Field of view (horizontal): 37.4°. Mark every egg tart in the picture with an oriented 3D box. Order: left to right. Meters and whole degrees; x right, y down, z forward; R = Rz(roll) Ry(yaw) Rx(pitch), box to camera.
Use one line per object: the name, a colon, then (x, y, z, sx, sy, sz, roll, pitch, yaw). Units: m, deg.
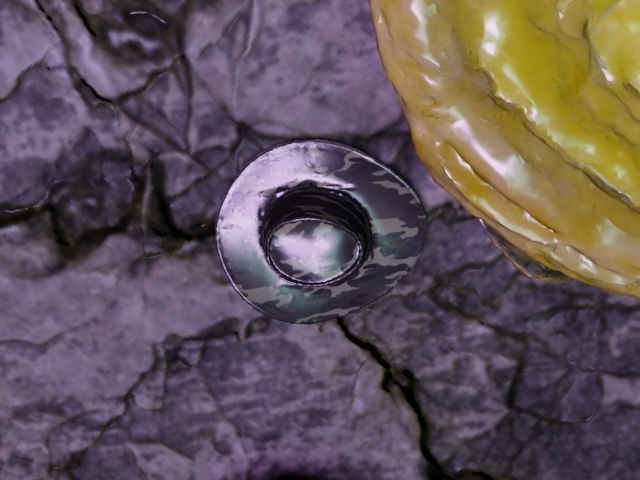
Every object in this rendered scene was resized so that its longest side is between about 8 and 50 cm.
egg tart: (0.190, -0.129, 0.428, 0.345, 0.132, 0.346, 1, 107, 4)

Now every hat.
hat: (0.000, 0.000, 0.525, 0.121, 0.050, 0.121, 0, 106, 1)
